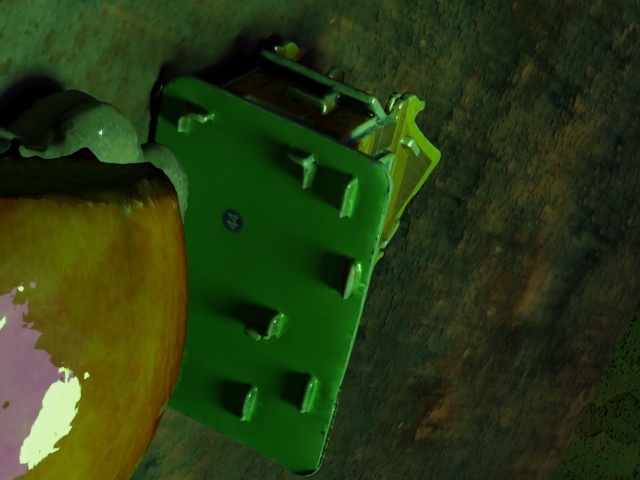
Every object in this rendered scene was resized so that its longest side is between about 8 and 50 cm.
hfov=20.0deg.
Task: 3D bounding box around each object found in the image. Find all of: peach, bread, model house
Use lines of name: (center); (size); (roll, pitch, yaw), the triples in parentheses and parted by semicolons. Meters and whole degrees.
peach: (-0.259, 0.065, 1.112); (0.406, 0.335, 0.310); (-58, 162, -81)
bread: (-0.232, -0.017, 1.417); (0.337, 0.102, 0.183); (-30, 136, -46)
model house: (0.000, 0.000, 1.718); (0.313, 0.242, 0.357); (-31, 139, -53)
